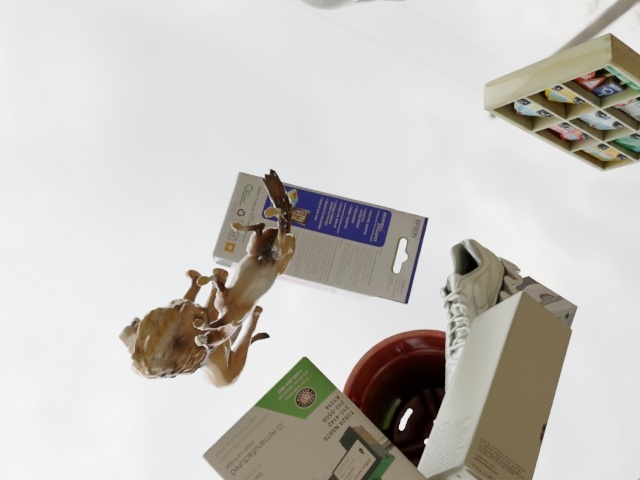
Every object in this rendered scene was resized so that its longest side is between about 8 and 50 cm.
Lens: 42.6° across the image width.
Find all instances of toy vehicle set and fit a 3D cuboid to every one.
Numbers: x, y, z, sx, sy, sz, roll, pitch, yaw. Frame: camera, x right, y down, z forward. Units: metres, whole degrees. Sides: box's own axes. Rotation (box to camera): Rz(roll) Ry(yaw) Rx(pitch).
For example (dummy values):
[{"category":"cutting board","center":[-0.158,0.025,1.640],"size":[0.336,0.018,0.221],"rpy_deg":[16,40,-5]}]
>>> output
[{"category":"toy vehicle set","center":[0.348,-0.157,0.999],"size":[0.267,0.166,0.035],"rpy_deg":[17,-113,-38]}]

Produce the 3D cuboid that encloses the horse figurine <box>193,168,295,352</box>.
[{"category":"horse figurine","center":[-0.098,0.039,1.118],"size":[0.066,0.263,0.174],"rpy_deg":[29,174,18]}]

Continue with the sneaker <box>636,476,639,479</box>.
[{"category":"sneaker","center":[0.555,0.340,1.191],"size":[0.185,0.482,0.202],"rpy_deg":[42,-172,11]}]

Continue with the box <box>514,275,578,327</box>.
[{"category":"box","center":[0.457,0.198,1.929],"size":[0.247,0.142,0.163],"rpy_deg":[-13,-146,-36]}]

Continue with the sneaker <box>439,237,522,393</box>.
[{"category":"sneaker","center":[0.221,0.122,1.223],"size":[0.118,0.110,0.292],"rpy_deg":[43,-137,-28]}]

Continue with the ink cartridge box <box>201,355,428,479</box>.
[{"category":"ink cartridge box","center":[0.003,0.262,0.892],"size":[0.219,0.092,0.160],"rpy_deg":[43,-108,10]}]

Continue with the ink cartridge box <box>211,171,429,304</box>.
[{"category":"ink cartridge box","center":[0.000,0.000,1.524],"size":[0.371,0.069,0.175],"rpy_deg":[13,-108,8]}]

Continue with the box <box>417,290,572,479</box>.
[{"category":"box","center":[0.216,0.202,1.009],"size":[0.094,0.113,0.275],"rpy_deg":[38,-128,-8]}]

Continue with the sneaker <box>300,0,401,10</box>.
[{"category":"sneaker","center":[0.074,-0.415,1.344],"size":[0.121,0.217,0.079],"rpy_deg":[-10,-78,-49]}]

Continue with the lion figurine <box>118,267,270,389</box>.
[{"category":"lion figurine","center":[-0.220,0.207,1.608],"size":[0.392,0.142,0.240],"rpy_deg":[47,-131,-49]}]

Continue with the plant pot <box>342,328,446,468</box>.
[{"category":"plant pot","center":[0.195,0.322,1.422],"size":[0.265,0.273,0.272],"rpy_deg":[57,-161,-63]}]
